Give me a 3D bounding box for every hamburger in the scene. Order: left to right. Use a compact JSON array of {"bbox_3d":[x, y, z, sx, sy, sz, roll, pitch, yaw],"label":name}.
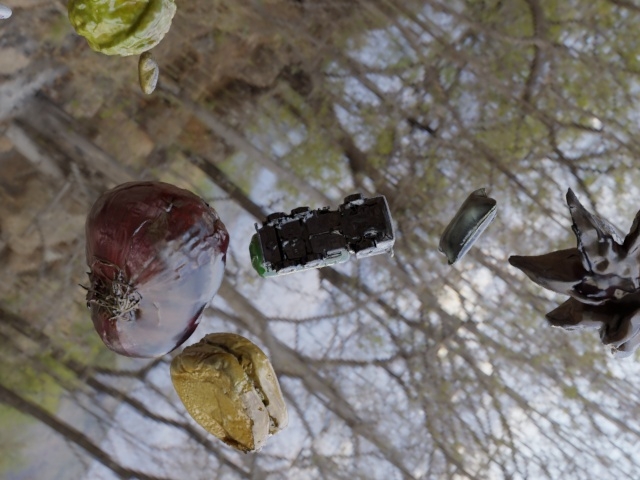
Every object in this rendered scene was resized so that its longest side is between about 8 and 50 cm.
[{"bbox_3d":[-0.152,0.247,1.641,0.108,0.214,0.214,-32,179,-32],"label":"hamburger"}]

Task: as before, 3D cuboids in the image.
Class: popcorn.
[{"bbox_3d":[-0.366,-0.430,1.844,0.197,0.197,0.155,-53,-166,4],"label":"popcorn"}]

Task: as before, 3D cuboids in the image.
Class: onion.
[{"bbox_3d":[-0.251,0.047,1.498,0.281,0.221,0.281,12,90,-72],"label":"onion"}]

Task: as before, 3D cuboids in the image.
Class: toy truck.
[{"bbox_3d":[0.000,0.000,1.654,0.242,0.101,0.125,-12,164,-1],"label":"toy truck"}]

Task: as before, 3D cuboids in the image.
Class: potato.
[{"bbox_3d":[-0.361,-0.355,2.094,0.046,0.092,0.045,-16,-154,-36],"label":"potato"}]

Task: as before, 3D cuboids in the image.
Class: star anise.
[{"bbox_3d":[0.338,0.054,1.073,0.272,0.272,0.102,-43,-157,41],"label":"star anise"}]

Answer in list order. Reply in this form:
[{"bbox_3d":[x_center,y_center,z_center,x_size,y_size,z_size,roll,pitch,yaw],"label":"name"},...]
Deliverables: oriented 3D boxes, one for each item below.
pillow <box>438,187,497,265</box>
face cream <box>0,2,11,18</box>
[{"bbox_3d":[0.248,-0.025,1.693,0.136,0.055,0.091,-52,-135,11],"label":"pillow"},{"bbox_3d":[-0.688,-0.489,2.111,0.034,0.034,0.130,-51,-177,10],"label":"face cream"}]
